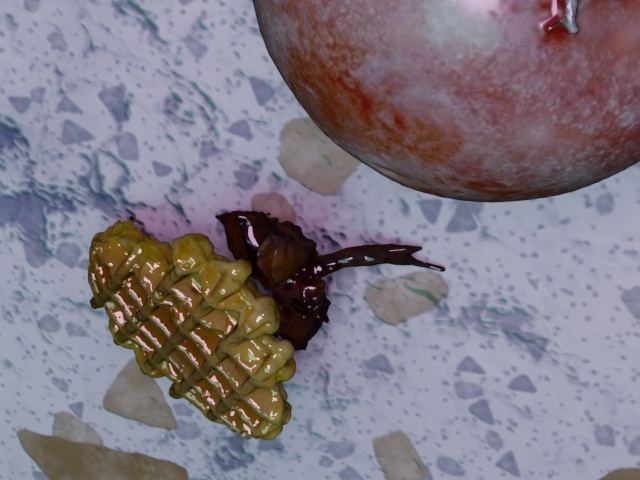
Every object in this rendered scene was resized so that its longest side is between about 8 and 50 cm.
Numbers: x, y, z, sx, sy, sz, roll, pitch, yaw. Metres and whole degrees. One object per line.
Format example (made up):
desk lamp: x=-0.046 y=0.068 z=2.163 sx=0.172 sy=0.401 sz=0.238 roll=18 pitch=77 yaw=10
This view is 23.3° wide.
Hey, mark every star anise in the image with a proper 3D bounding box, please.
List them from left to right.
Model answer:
star anise: x=0.004 y=0.008 z=1.313 sx=0.140 sy=0.144 sz=0.158 roll=57 pitch=166 yaw=-7

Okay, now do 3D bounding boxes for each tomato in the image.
tomato: x=0.109 y=-0.177 z=0.981 sx=0.317 sy=0.317 sz=0.282 roll=46 pitch=137 yaw=-10

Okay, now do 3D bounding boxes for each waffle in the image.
waffle: x=-0.121 y=0.067 z=1.360 sx=0.253 sy=0.056 sz=0.249 roll=33 pitch=148 yaw=30
